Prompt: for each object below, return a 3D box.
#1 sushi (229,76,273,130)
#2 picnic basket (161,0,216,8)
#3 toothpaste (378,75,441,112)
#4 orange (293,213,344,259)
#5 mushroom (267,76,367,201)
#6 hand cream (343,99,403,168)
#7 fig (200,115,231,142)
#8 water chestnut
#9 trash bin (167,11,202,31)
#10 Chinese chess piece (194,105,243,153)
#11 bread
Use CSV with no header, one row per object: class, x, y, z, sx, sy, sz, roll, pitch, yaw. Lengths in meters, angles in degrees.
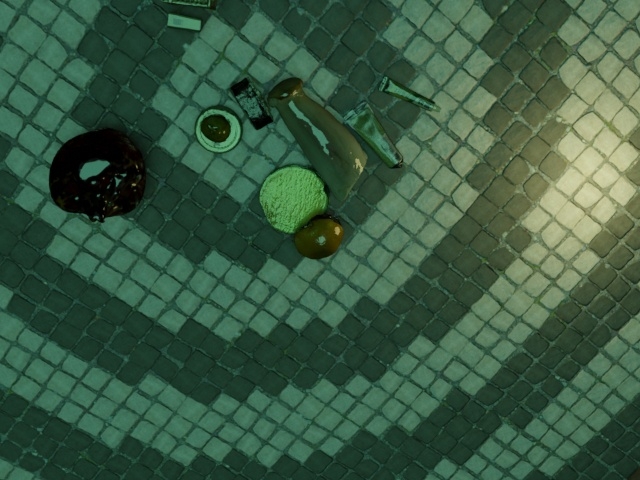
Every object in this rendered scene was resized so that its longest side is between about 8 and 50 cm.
sushi,-0.200,-0.404,1.897,0.078,0.090,0.150,-31,106,1
picnic basket,-0.358,-0.698,1.727,0.154,0.196,0.134,8,108,-7
toothpaste,0.276,-0.438,1.955,0.204,0.031,0.049,23,105,-9
orange,0.000,0.000,2.027,0.160,0.112,0.169,-8,129,-19
mushroom,0.006,-0.310,1.925,0.154,0.137,0.407,-30,114,16
hand cream,0.175,-0.317,1.983,0.086,0.055,0.235,-40,100,6
fig,-0.301,-0.318,1.851,0.082,0.098,0.084,-29,119,5
water chestnut,-0.640,-0.183,1.852,0.290,0.244,0.288,-1,106,-5
trash bin,-0.384,-0.620,1.824,0.092,0.061,0.042,7,108,-10
Chinese chess piece,-0.305,-0.332,1.927,0.144,0.058,0.143,-1,108,-4
bread,-0.083,-0.131,2.027,0.229,0.033,0.228,-2,110,-6
